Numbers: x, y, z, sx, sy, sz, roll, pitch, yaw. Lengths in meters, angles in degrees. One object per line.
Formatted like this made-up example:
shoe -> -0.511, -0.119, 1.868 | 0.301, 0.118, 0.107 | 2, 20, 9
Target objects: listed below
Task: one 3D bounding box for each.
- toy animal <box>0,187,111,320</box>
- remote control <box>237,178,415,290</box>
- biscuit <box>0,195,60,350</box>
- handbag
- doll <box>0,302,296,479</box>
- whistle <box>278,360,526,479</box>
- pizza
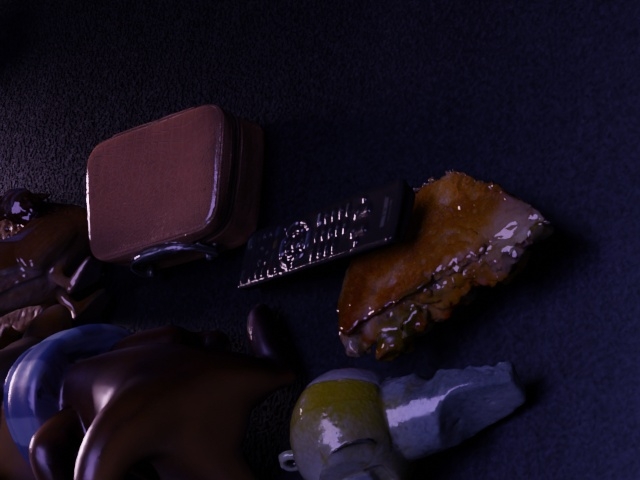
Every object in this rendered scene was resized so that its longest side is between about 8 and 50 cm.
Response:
toy animal -> -0.310, 0.020, 1.692 | 0.179, 0.188, 0.089 | 36, 146, 29
remote control -> 0.000, 0.000, 1.461 | 0.245, 0.025, 0.063 | -18, 50, 53
biscuit -> -0.386, 0.047, 1.819 | 0.290, 0.041, 0.208 | 12, 84, 38
handbag -> -0.147, -0.045, 1.621 | 0.193, 0.072, 0.151 | -12, 70, 37
doll -> -0.200, 0.190, 1.531 | 0.340, 0.209, 0.318 | -2, 43, 39
whistle -> 0.063, 0.145, 1.361 | 0.223, 0.123, 0.123 | -24, 61, 18
pizza -> 0.106, 0.014, 1.391 | 0.226, 0.069, 0.147 | -35, 35, 24
